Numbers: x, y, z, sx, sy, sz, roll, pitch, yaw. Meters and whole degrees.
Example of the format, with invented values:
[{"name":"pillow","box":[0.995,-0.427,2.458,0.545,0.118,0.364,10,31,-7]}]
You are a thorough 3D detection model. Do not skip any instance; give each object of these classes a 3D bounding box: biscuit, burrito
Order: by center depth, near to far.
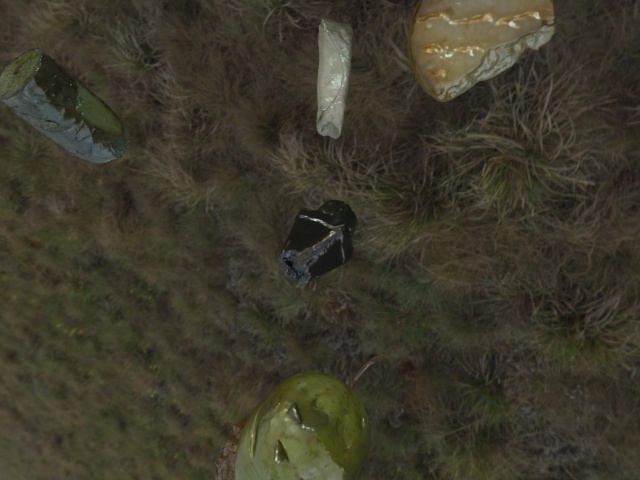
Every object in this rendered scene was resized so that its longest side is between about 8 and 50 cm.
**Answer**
[{"name":"biscuit","box":[0.294,-0.410,0.827,0.274,0.091,0.213,-24,91,9]},{"name":"burrito","box":[0.026,-0.374,0.989,0.082,0.059,0.275,5,88,-5]}]

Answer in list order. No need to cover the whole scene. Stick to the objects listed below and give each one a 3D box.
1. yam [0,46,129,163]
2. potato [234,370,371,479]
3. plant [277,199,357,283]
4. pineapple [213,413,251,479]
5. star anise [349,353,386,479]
[{"name":"yam","box":[-0.537,-0.273,0.900,0.154,0.154,0.254,22,169,21]},{"name":"potato","box":[-0.019,0.267,0.515,0.143,0.169,0.248,42,131,46]},{"name":"plant","box":[0.000,0.000,1.132,0.164,0.256,0.142,22,143,31]},{"name":"pineapple","box":[-0.130,0.457,0.756,0.158,0.158,0.278,24,94,19]},{"name":"star anise","box":[0.061,0.353,0.811,0.148,0.218,0.227,26,106,18]}]
